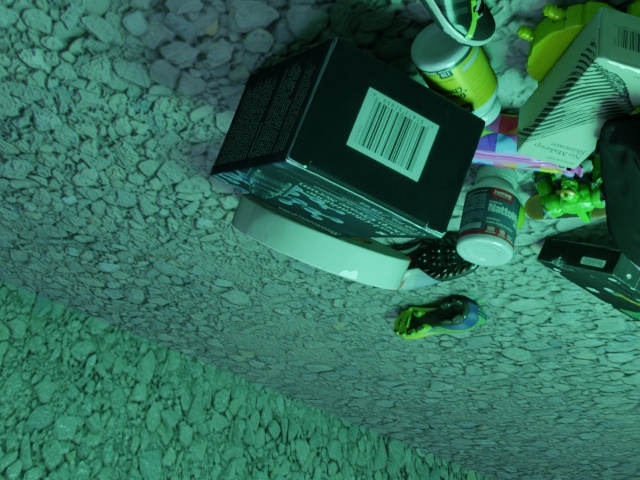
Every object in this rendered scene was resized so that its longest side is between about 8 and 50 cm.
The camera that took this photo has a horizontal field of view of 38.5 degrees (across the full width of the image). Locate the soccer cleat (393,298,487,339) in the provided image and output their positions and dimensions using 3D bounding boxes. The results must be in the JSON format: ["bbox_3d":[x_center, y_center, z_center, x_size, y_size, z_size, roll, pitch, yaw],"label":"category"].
[{"bbox_3d":[0.310,0.218,2.406,0.121,0.093,0.289,23,154,-32],"label":"soccer cleat"}]

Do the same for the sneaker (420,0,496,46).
[{"bbox_3d":[0.197,-0.367,1.315,0.097,0.084,0.235,-15,142,43],"label":"sneaker"}]

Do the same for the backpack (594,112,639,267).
[{"bbox_3d":[0.623,-0.106,1.343,0.356,0.273,0.290,-28,140,-5],"label":"backpack"}]

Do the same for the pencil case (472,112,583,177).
[{"bbox_3d":[0.345,-0.171,1.610,0.236,0.104,0.104,9,153,13],"label":"pencil case"}]

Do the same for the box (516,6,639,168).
[{"bbox_3d":[0.398,-0.219,1.366,0.113,0.094,0.275,14,154,-6],"label":"box"}]

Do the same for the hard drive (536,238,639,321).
[{"bbox_3d":[0.656,0.100,1.939,0.339,0.064,0.237,29,173,-25],"label":"hard drive"}]

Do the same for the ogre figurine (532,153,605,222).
[{"bbox_3d":[0.473,-0.102,1.658,0.197,0.118,0.097,0,151,25],"label":"ogre figurine"}]

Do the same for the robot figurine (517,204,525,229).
[{"bbox_3d":[0.364,-0.054,1.865,0.115,0.067,0.101,10,145,8],"label":"robot figurine"}]

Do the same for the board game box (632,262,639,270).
[{"bbox_3d":[0.724,0.118,1.703,0.064,0.316,0.242,-49,148,22],"label":"board game box"}]

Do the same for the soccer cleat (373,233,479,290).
[{"bbox_3d":[0.257,0.056,2.123,0.116,0.108,0.318,11,161,-43],"label":"soccer cleat"}]

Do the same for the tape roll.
[{"bbox_3d":[0.000,0.000,1.941,0.392,0.072,0.392,22,-175,-2],"label":"tape roll"}]

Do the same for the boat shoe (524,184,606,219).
[{"bbox_3d":[0.499,-0.080,1.757,0.207,0.073,0.073,-2,-173,36],"label":"boat shoe"}]

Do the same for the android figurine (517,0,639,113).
[{"bbox_3d":[0.432,-0.278,1.401,0.273,0.056,0.248,22,153,-16],"label":"android figurine"}]

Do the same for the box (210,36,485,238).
[{"bbox_3d":[0.029,-0.154,1.556,0.294,0.212,0.395,25,171,-21],"label":"box"}]

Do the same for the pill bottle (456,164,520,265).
[{"bbox_3d":[0.327,-0.052,1.759,0.108,0.180,0.108,11,154,6],"label":"pill bottle"}]

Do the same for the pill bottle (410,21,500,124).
[{"bbox_3d":[0.226,-0.264,1.481,0.103,0.103,0.184,-4,148,32],"label":"pill bottle"}]
